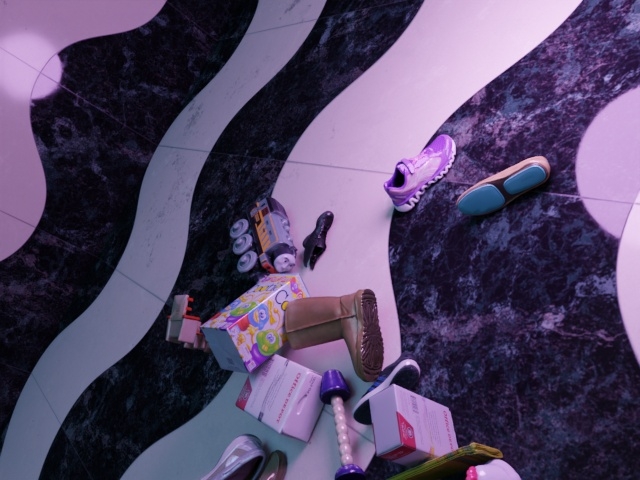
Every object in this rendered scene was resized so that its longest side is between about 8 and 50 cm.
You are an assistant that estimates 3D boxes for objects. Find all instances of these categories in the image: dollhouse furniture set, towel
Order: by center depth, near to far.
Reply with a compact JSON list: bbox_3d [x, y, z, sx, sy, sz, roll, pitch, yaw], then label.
[{"bbox_3d":[0.230,0.447,1.242,0.237,0.102,0.021,-35,45,30],"label":"towel"},{"bbox_3d":[-0.324,0.260,1.937,0.262,0.259,0.135,-8,67,46],"label":"dollhouse furniture set"}]

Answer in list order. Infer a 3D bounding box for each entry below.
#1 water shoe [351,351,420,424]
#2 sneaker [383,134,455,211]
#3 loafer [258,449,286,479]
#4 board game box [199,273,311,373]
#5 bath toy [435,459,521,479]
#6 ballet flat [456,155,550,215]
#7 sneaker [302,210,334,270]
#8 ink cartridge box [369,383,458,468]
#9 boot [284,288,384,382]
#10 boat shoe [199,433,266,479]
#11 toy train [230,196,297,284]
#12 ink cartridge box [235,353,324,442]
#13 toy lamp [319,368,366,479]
[{"bbox_3d":[0.153,0.341,1.468,0.203,0.073,0.080,-46,9,17],"label":"water shoe"},{"bbox_3d":[0.256,-0.190,1.703,0.236,0.104,0.095,-50,34,10],"label":"sneaker"},{"bbox_3d":[-0.126,0.598,1.610,0.056,0.050,0.148,-20,49,42],"label":"loafer"},{"bbox_3d":[-0.164,0.219,1.756,0.144,0.142,0.275,-5,25,49],"label":"board game box"},{"bbox_3d":[0.211,0.513,1.192,0.348,0.129,0.151,-37,39,26],"label":"bath toy"},{"bbox_3d":[0.426,-0.125,1.489,0.232,0.080,0.073,-25,18,35],"label":"ballet flat"},{"bbox_3d":[-0.002,-0.001,1.927,0.170,0.051,0.089,-54,34,14],"label":"sneaker"},{"bbox_3d":[0.188,0.381,1.281,0.072,0.175,0.127,-37,39,31],"label":"ink cartridge box"},{"bbox_3d":[0.029,0.248,1.622,0.269,0.089,0.236,-17,64,40],"label":"boot"},{"bbox_3d":[-0.251,0.656,1.659,0.320,0.118,0.103,-53,23,-4],"label":"boat shoe"},{"bbox_3d":[-0.178,0.005,2.070,0.190,0.142,0.334,-37,39,13],"label":"toy train"},{"bbox_3d":[-0.098,0.402,1.683,0.237,0.100,0.172,9,71,54],"label":"ink cartridge box"},{"bbox_3d":[0.045,0.429,1.505,0.080,0.080,0.275,-39,38,25],"label":"toy lamp"}]
